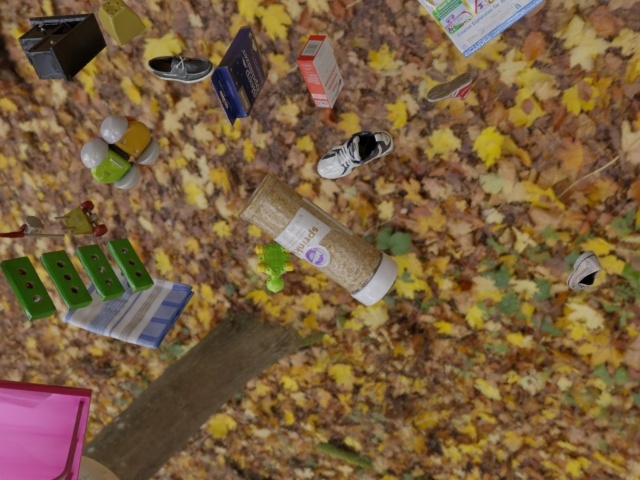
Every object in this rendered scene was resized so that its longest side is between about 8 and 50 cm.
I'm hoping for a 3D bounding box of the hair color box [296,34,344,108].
[{"bbox_3d":[0.002,-0.432,1.562,0.053,0.093,0.167,11,153,27],"label":"hair color box"}]

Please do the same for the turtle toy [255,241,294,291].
[{"bbox_3d":[-0.117,0.065,1.530,0.066,0.095,0.130,111,156,-66],"label":"turtle toy"}]

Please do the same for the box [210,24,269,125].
[{"bbox_3d":[-0.184,-0.386,1.423,0.036,0.225,0.136,-1,136,20],"label":"box"}]

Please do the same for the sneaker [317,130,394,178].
[{"bbox_3d":[0.082,-0.243,1.686,0.235,0.153,0.094,-15,87,19],"label":"sneaker"}]

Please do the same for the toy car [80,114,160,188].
[{"bbox_3d":[-0.509,-0.230,1.511,0.136,0.182,0.159,38,179,39],"label":"toy car"}]

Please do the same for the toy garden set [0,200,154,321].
[{"bbox_3d":[-0.446,0.032,1.066,0.049,0.244,0.204,-43,74,31],"label":"toy garden set"}]

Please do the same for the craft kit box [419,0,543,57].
[{"bbox_3d":[0.350,-0.581,1.364,0.246,0.061,0.250,43,137,-17],"label":"craft kit box"}]

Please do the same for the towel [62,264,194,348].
[{"bbox_3d":[-0.495,0.162,1.567,0.285,0.209,0.034,13,137,16],"label":"towel"}]

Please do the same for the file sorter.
[{"bbox_3d":[-0.443,0.360,0.810,0.182,0.202,0.291,-114,37,-63],"label":"file sorter"}]

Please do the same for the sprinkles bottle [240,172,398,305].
[{"bbox_3d":[0.000,0.000,1.329,0.355,0.121,0.121,35,144,-11],"label":"sprinkles bottle"}]

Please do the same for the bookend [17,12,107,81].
[{"bbox_3d":[-0.541,-0.383,1.210,0.157,0.156,0.072,3,133,17],"label":"bookend"}]

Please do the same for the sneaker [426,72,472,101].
[{"bbox_3d":[0.324,-0.368,1.516,0.067,0.118,0.042,44,-157,-66],"label":"sneaker"}]

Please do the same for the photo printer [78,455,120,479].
[{"bbox_3d":[-0.544,0.567,1.206,0.256,0.307,0.107,17,122,40],"label":"photo printer"}]

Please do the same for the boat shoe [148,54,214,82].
[{"bbox_3d":[-0.481,-0.598,2.093,0.233,0.084,0.079,5,167,15],"label":"boat shoe"}]

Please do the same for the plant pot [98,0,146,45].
[{"bbox_3d":[-0.496,-0.550,1.493,0.081,0.081,0.083,46,169,14],"label":"plant pot"}]

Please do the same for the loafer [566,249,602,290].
[{"bbox_3d":[0.473,0.065,1.085,0.039,0.045,0.125,62,175,33],"label":"loafer"}]
